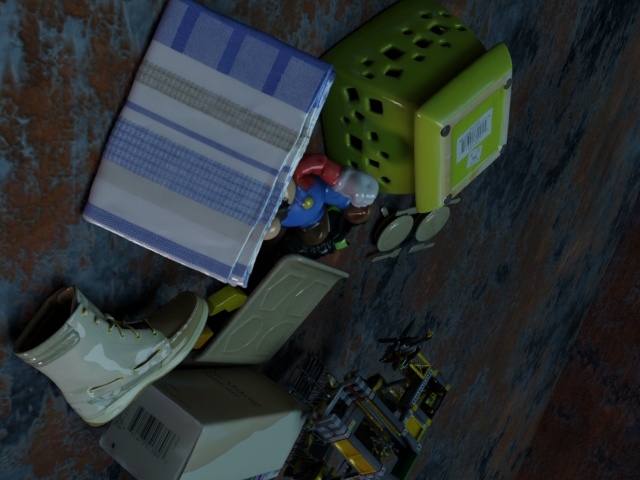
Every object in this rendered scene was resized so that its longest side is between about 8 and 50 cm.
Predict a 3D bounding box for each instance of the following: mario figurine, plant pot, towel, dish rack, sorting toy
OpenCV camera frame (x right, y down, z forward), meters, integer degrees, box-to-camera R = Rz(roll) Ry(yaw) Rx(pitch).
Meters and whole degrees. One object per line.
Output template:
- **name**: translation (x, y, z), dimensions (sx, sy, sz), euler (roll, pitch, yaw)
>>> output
- **mario figurine**: translation (-0.048, -0.038, 1.064), dimensions (0.320, 0.170, 0.198), euler (13, 109, -59)
- **plant pot**: translation (0.150, -0.192, 1.164), dimensions (0.228, 0.207, 0.227), euler (-40, 145, -25)
- **towel**: translation (-0.127, -0.107, 0.896), dimensions (0.034, 0.209, 0.285), euler (-94, -152, -78)
- **dish rack**: translation (-0.031, 0.331, 1.473), dimensions (0.208, 0.074, 0.271), euler (-63, 147, -20)
- **sorting toy**: translation (-0.095, 0.101, 1.185), dimensions (0.229, 0.041, 0.307), euler (-46, 157, 9)

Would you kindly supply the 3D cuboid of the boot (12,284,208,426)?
- **boot**: translation (-0.250, 0.107, 0.971), dimensions (0.213, 0.077, 0.165), euler (-44, 131, -17)

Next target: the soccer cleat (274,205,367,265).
- **soccer cleat**: translation (0.000, 0.000, 1.251), dimensions (0.179, 0.072, 0.060), euler (-43, 146, -22)

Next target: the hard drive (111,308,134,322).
- **hard drive**: translation (-0.268, 0.158, 1.069), dimensions (0.094, 0.022, 0.135), euler (-49, 147, -13)

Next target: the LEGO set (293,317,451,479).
- **LEGO set**: translation (0.058, 0.282, 1.341), dimensions (0.331, 0.192, 0.255), euler (-47, -169, -33)

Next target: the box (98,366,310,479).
- **box**: translation (-0.160, 0.278, 1.183), dimensions (0.121, 0.148, 0.311), euler (-63, 155, 6)

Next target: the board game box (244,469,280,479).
- **board game box**: translation (-0.120, 0.416, 1.498), dimensions (0.154, 0.026, 0.103), euler (0, 117, -54)

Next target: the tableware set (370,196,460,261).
- **tableware set**: translation (0.169, -0.032, 1.493), dimensions (0.194, 0.039, 0.128), euler (-13, 139, -42)
